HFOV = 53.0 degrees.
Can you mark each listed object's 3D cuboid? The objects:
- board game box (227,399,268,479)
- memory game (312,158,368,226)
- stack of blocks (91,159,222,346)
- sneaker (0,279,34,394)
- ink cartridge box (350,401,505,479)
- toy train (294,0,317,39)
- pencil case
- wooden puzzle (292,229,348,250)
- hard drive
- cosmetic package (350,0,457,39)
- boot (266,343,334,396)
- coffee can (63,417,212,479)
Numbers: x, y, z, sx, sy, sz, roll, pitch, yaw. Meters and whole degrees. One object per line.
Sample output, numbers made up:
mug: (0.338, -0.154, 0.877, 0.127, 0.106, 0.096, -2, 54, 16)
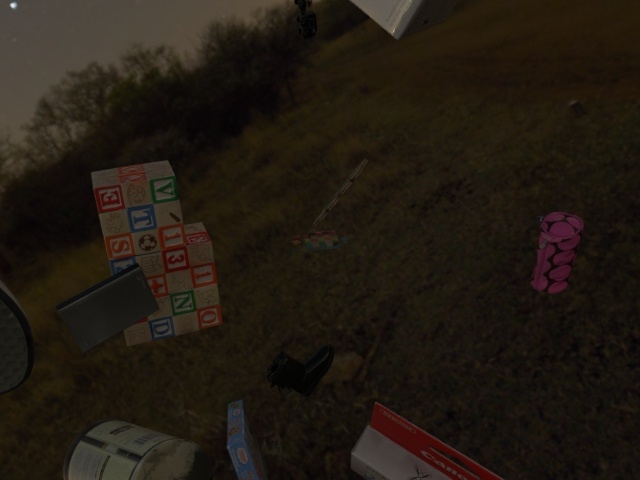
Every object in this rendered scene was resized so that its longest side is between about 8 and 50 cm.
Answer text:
board game box: (-0.142, 0.425, 1.259, 0.039, 0.160, 0.211, -19, 9, -4)
memory game: (0.043, -0.101, 1.367, 0.186, 0.012, 0.186, -51, 4, 5)
stack of blocks: (-0.278, 0.019, 1.109, 0.171, 0.297, 0.087, -12, 27, -17)
sneaker: (-0.328, 0.018, 0.585, 0.086, 0.226, 0.163, -21, 31, -14)
ink cartridge box: (0.190, 0.397, 1.032, 0.066, 0.296, 0.261, -53, -18, -25)
toy train: (-0.026, -0.415, 1.076, 0.036, 0.158, 0.027, -18, 43, -11)
pencil case: (0.518, 0.033, 1.429, 0.095, 0.209, 0.098, 28, 57, 33)
wooden puzzle: (0.000, 0.000, 0.947, 0.083, 0.006, 0.049, -6, 27, -6)
hard drive: (-0.326, 0.104, 0.994, 0.135, 0.094, 0.022, -31, 42, -23)
cosmetic package: (0.143, -0.434, 1.003, 0.184, 0.151, 0.151, -38, -14, -46)
boot: (-0.040, 0.237, 1.220, 0.121, 0.099, 0.045, -58, 29, 2)
coffee can: (-0.398, 0.508, 1.388, 0.276, 0.201, 0.201, -2, 32, 43)
